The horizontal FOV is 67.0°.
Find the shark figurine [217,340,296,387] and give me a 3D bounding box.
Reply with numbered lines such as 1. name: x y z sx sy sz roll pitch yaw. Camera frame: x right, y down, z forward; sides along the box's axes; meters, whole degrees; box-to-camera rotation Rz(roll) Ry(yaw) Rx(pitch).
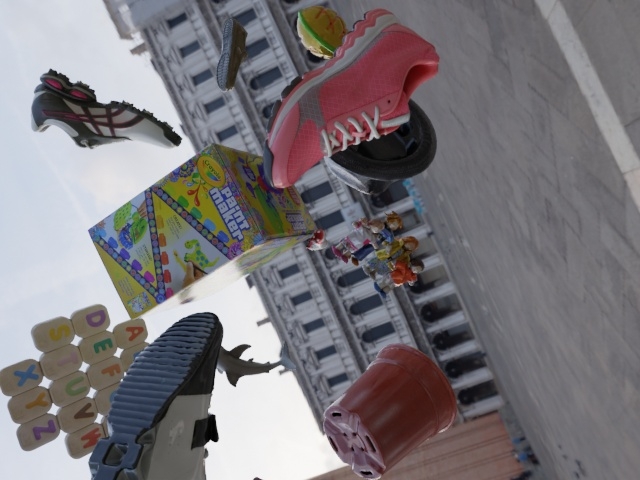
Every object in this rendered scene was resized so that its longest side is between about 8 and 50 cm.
1. shark figurine: -0.218 0.382 1.426 0.116 0.278 0.166 -92 14 -59

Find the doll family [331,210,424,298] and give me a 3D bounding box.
1. doll family: 0.152 0.012 1.208 0.263 0.163 0.118 41 -160 -30

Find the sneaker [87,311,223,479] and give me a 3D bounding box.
1. sneaker: -0.199 0.257 0.636 0.146 0.122 0.331 53 -133 -40

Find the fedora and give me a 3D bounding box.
1. fedora: 0.100 -0.225 1.115 0.152 0.334 0.334 106 153 -53

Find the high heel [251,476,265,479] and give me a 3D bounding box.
1. high heel: -0.043 0.642 0.982 0.127 0.181 0.377 -53 -38 -50

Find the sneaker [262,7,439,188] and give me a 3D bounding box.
1. sneaker: 0.047 -0.183 0.659 0.136 0.314 0.116 35 168 18

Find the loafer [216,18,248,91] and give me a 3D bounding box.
1. loafer: -0.180 -0.383 1.011 0.050 0.056 0.148 5 -80 -41

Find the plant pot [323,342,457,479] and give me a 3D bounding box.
1. plant pot: 0.166 0.453 1.260 0.265 0.272 0.272 -26 -87 -38

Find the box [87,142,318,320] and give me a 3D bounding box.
1. box: -0.194 -0.016 0.896 0.177 0.279 0.290 62 -165 5

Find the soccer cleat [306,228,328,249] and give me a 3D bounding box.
1. soccer cleat: 0.000 0.000 0.875 0.083 0.035 0.029 138 138 -66

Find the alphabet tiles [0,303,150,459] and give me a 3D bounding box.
1. alphabet tiles: -0.464 0.279 0.965 0.278 0.021 0.284 -19 -77 -39

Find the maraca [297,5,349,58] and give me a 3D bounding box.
1. maraca: 0.023 -0.466 1.108 0.185 0.099 0.127 17 -132 -39

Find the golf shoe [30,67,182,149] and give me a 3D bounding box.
1. golf shoe: -0.409 -0.221 0.937 0.272 0.120 0.105 20 -179 -15
